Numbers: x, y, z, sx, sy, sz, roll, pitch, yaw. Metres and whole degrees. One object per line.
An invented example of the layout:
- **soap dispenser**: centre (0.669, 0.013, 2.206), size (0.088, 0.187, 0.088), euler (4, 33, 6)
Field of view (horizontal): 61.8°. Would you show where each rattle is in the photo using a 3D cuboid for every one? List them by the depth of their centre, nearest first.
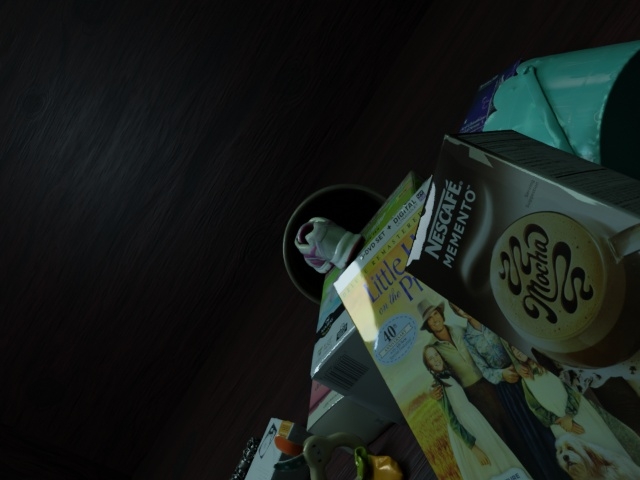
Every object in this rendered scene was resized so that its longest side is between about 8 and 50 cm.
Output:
- **rattle**: centre (0.023, 0.406, 0.962), size (0.130, 0.200, 0.143), euler (-61, 14, -6)

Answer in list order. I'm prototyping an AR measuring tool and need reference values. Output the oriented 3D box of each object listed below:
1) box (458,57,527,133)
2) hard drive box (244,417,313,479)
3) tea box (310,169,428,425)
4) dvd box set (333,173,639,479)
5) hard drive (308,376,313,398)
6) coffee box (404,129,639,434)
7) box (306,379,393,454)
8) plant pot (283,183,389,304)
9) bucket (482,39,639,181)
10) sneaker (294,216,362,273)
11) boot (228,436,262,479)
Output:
- **box**: centre (0.407, -0.272, 1.199), size (0.207, 0.108, 0.153), euler (-64, 14, -17)
- **hard drive box**: centre (-0.104, 0.567, 1.308), size (0.181, 0.089, 0.232), euler (-32, 31, 63)
- **tea box**: centre (0.168, 0.104, 1.031), size (0.329, 0.220, 0.323), euler (-52, 14, 29)
- **dvd box set**: centre (0.206, 0.131, 0.684), size (0.307, 0.062, 0.420), euler (-50, 55, 33)
- **hard drive**: centre (0.045, 0.295, 1.411), size (0.172, 0.054, 0.254), euler (-45, 20, 44)
- **coffee box**: centre (0.239, 0.022, 0.504), size (0.297, 0.119, 0.168), euler (37, 127, 41)
- **box**: centre (0.068, 0.308, 1.157), size (0.148, 0.127, 0.232), euler (-51, 16, 29)
- **plant pot**: centre (0.055, 0.001, 1.467), size (0.323, 0.323, 0.280), euler (-59, 9, 4)
- **bucket**: centre (0.374, -0.121, 0.696), size (0.281, 0.281, 0.183), euler (-61, 21, -5)
- **sneaker**: centre (0.000, 0.000, 1.167), size (0.103, 0.111, 0.252), euler (-60, 9, -15)
- **boot**: centre (-0.221, 0.629, 1.412), size (0.229, 0.091, 0.263), euler (-64, -19, -11)
